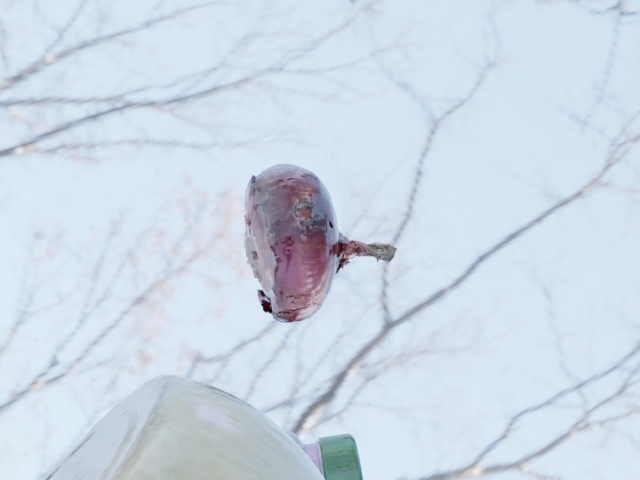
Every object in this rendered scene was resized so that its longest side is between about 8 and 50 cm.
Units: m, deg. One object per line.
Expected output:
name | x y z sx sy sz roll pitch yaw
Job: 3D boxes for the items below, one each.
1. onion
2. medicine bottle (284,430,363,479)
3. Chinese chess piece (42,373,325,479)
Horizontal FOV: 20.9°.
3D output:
onion | 0.000 0.000 1.585 0.150 0.140 0.150 175 -90 -84
medicine bottle | -0.090 0.278 1.859 0.274 0.133 0.133 -7 -75 -3
Chinese chess piece | -0.127 0.227 0.896 0.140 0.338 0.338 39 -49 -7
